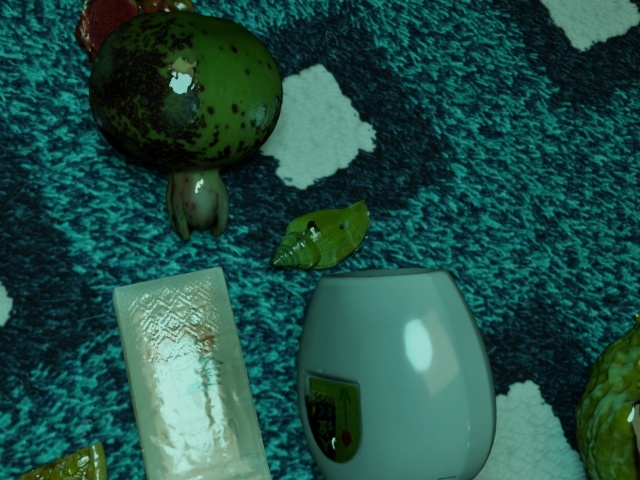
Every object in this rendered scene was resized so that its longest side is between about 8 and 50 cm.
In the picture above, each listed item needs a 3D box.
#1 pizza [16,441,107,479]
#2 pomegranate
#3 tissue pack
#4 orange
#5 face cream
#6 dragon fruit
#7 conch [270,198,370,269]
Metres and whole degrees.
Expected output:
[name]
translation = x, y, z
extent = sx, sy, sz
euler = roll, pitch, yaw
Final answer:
[pizza]
translation = -0.361, 0.351, 0.973
extent = 0.131, 0.041, 0.178
euler = 30, 69, 1
[pomegranate]
translation = -0.203, -0.167, 1.081
extent = 0.285, 0.285, 0.340
euler = -3, 99, -12
[tissue pack]
translation = -0.191, 0.213, 1.036
extent = 0.170, 0.071, 0.325
euler = -10, 74, -16
[orange]
translation = 0.510, 0.267, 1.081
extent = 0.271, 0.210, 0.368
euler = 39, 69, -22
[face cream]
translation = 0.098, 0.220, 0.970
extent = 0.220, 0.313, 0.356
euler = -5, 91, -37
[dragon fruit]
translation = -0.300, -0.363, 1.177
extent = 0.208, 0.150, 0.133
euler = -27, 109, -24
[conch]
translation = 0.000, -0.001, 1.148
extent = 0.201, 0.079, 0.094
euler = -15, 94, -24
